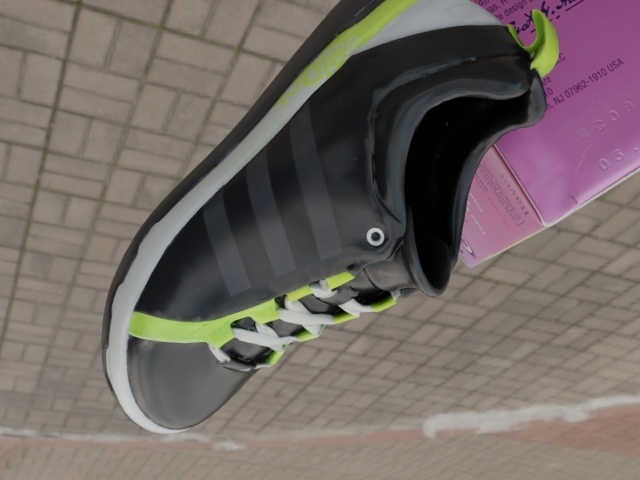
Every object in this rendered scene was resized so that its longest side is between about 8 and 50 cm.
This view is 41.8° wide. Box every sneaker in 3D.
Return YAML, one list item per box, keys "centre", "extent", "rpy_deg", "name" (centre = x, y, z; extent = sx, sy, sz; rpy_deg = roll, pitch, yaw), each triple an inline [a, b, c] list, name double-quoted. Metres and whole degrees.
- centre: [0.000, 0.000, 0.331]
  extent: [0.084, 0.097, 0.235]
  rpy_deg: [19, 110, -52]
  name: "sneaker"

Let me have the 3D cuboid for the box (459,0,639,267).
- centre: [0.161, -0.095, 0.487]
  extent: [0.213, 0.117, 0.243]
  rpy_deg: [-32, 173, -1]
  name: "box"
